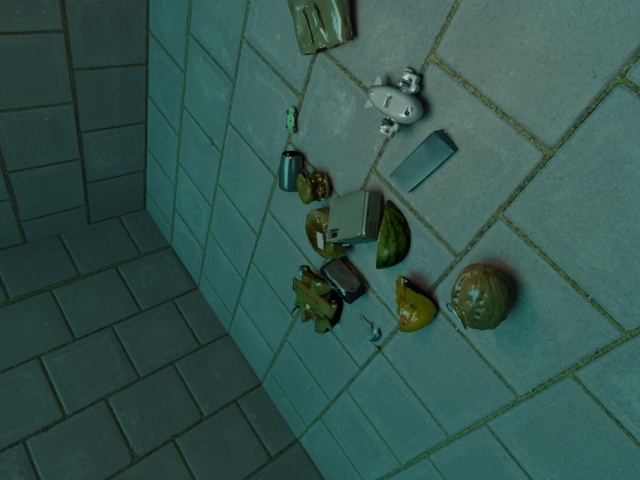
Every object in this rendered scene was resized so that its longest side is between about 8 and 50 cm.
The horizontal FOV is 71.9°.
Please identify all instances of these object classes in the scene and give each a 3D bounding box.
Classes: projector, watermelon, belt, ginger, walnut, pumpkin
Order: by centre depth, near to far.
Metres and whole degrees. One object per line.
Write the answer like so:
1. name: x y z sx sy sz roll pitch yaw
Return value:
1. walnut: 0.539 0.188 1.474 0.198 0.198 0.244 20 126 46
2. watermelon: 0.297 0.007 1.786 0.129 0.159 0.303 7 123 8
3. pumpkin: 0.388 0.241 1.801 0.130 0.149 0.253 -88 -6 -59
4. projector: 0.139 -0.086 1.843 0.250 0.108 0.198 -11 69 52
5. belt: 0.110 0.183 2.083 0.230 0.126 0.139 47 164 24
6. ginger: -0.072 0.323 2.325 0.358 0.211 0.413 38 136 37

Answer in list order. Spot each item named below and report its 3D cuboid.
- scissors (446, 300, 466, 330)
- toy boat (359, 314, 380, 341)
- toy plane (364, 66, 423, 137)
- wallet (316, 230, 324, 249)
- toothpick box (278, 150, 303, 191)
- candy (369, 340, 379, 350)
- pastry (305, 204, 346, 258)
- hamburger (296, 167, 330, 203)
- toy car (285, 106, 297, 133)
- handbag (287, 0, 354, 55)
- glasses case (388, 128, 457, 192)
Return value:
1. scissors: 0.526 0.291 1.697 0.119 0.014 0.058 63 149 10
2. toy boat: 0.231 0.435 2.141 0.149 0.034 0.105 31 129 39
3. toy plane: 0.257 -0.479 1.536 0.245 0.117 0.244 5 98 39
4. wallet: 0.000 0.000 2.009 0.044 0.011 0.083 28 133 46
5. toothpick box: -0.140 -0.335 2.119 0.120 0.120 0.184 29 127 41
6. candy: 0.259 0.511 2.159 0.083 0.025 0.023 41 155 41
7. pastry: 0.031 -0.036 2.068 0.236 0.121 0.256 19 125 51
8. hamburger: -0.037 -0.257 2.028 0.184 0.131 0.159 64 154 16
9. toy car: -0.133 -0.560 2.054 0.059 0.035 0.121 30 122 40
10. handbag: 0.000 -0.848 1.662 0.316 0.109 0.253 11 122 49
11. glasses case: 0.362 -0.282 1.569 0.105 0.056 0.266 39 143 -4
